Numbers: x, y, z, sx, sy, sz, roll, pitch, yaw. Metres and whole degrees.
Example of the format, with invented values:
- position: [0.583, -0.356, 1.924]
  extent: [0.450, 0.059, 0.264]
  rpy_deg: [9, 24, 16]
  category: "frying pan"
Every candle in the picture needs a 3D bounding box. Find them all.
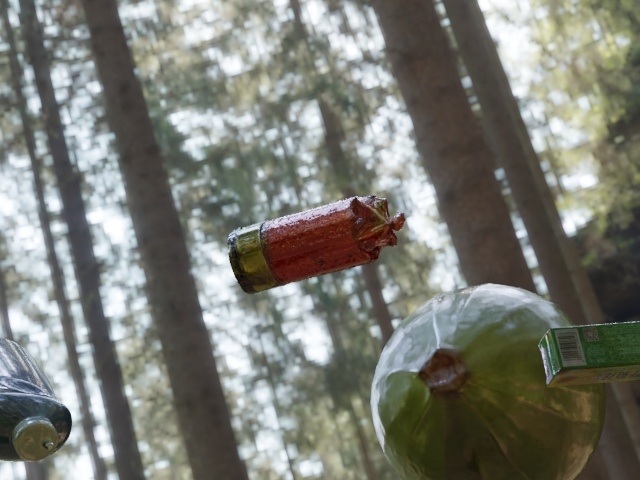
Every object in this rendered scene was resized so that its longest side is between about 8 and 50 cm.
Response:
- position: [0.000, 0.000, 0.942]
  extent: [0.130, 0.052, 0.052]
  rpy_deg: [-16, -21, 19]
  category: "candle"

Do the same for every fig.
- position: [0.194, 0.186, 1.596]
  extent: [0.316, 0.316, 0.316]
  rpy_deg: [-14, -22, -6]
  category: "fig"

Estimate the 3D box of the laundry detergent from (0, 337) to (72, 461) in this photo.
- position: [-0.268, 0.138, 1.113]
  extent: [0.096, 0.061, 0.206]
  rpy_deg: [8, 10, -30]
  category: "laundry detergent"

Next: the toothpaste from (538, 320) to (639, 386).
- position: [0.284, 0.098, 1.160]
  extent: [0.178, 0.043, 0.037]
  rpy_deg: [-3, -31, -13]
  category: "toothpaste"
